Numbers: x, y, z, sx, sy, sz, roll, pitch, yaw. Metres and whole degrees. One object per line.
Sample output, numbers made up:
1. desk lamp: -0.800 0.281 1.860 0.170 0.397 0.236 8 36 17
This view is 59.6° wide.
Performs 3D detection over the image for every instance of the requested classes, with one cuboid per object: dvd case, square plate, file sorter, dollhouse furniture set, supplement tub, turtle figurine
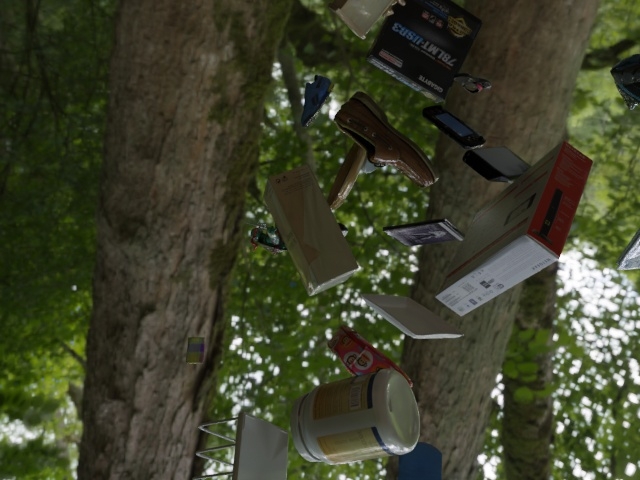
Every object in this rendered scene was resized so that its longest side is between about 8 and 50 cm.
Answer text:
1. dvd case: 0.337 -0.024 1.810 0.221 0.018 0.164 -7 156 37
2. square plate: 0.387 0.331 2.391 0.347 0.049 0.344 8 -161 -43
3. file sorter: -0.208 0.602 1.388 0.173 0.193 0.277 -20 -130 27
4. dollhouse furniture set: 0.038 -0.683 1.426 0.303 0.174 0.355 29 -163 -45
5. supplement tub: 0.095 0.503 1.580 0.316 0.228 0.228 -21 -172 29
6. turtle figurine: -0.123 -0.016 1.690 0.234 0.118 0.175 19 -154 -11

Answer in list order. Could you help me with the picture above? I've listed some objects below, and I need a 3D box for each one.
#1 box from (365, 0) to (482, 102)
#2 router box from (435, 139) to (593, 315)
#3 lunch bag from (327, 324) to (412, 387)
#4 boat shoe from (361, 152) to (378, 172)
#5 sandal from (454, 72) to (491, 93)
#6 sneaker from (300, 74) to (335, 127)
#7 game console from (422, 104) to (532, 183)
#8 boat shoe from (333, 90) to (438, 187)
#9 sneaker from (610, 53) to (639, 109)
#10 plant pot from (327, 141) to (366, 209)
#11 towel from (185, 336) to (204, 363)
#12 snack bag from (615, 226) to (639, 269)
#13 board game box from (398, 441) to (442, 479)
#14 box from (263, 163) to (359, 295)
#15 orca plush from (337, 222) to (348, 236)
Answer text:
1. box: 0.337 -0.649 1.818 0.295 0.293 0.073 27 178 -15
2. router box: 0.421 -0.019 1.237 0.082 0.335 0.301 36 -123 -1
3. lunch bag: 0.159 0.420 1.914 0.293 0.120 0.258 42 174 -6
4. boat shoe: 0.143 -0.275 1.683 0.083 0.065 0.183 9 -125 32
5. sandal: 0.469 -0.481 1.732 0.067 0.040 0.179 0 -178 43
6. sneaker: -0.029 -0.440 1.759 0.082 0.069 0.209 30 -119 -5
7. game console: 0.429 -0.279 1.591 0.213 0.044 0.361 -14 -129 -46
8. boat shoe: 0.161 -0.231 1.421 0.307 0.104 0.111 43 167 -3
9. sneaker: 0.904 -0.395 1.398 0.125 0.139 0.341 -37 -153 -8
10. plant pot: 0.077 -0.186 1.598 0.032 0.236 0.236 25 -159 -7
11. towel: -0.387 0.341 1.729 0.060 0.083 0.009 9 171 -40
12. snack bag: 1.005 -0.037 1.478 0.342 0.323 0.037 -3 -132 -7
13. board game box: 0.311 0.712 1.746 0.133 0.168 0.033 1 174 11
14. box: -0.030 -0.025 1.475 0.121 0.311 0.148 -22 168 -17
15. orca plush: 0.000 0.000 2.309 0.151 0.287 0.102 -10 -117 -33
